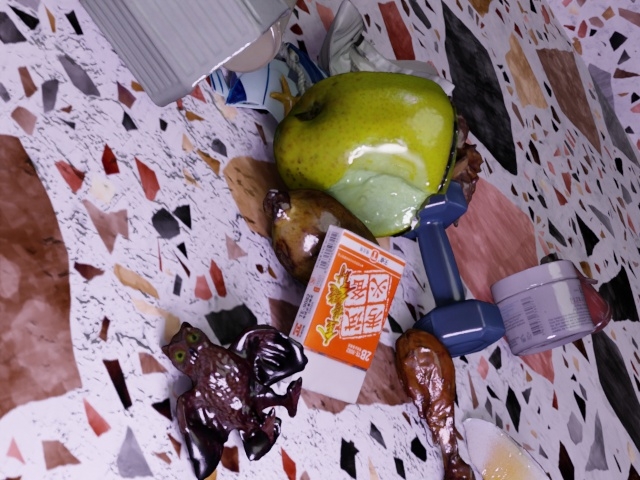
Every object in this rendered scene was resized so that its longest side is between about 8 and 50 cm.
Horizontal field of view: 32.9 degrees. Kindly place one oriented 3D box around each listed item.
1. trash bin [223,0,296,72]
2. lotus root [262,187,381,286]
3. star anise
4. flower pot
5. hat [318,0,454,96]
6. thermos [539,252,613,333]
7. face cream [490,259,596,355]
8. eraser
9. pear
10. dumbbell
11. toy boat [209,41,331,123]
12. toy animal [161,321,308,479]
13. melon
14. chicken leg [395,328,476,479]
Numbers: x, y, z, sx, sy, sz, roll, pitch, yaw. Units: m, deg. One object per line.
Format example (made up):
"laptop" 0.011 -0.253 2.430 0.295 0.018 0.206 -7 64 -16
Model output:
"trash bin" -0.140 -0.416 1.731 0.243 0.121 0.247 48 31 -19
"lotus root" 0.000 0.000 1.625 0.260 0.128 0.145 41 22 -43
"star anise" 0.257 -0.170 2.193 0.349 0.109 0.293 -5 66 -58
"flower pot" -0.187 -0.325 1.498 0.190 0.209 0.239 54 33 -16
"hat" 0.090 -0.321 2.042 0.257 0.168 0.301 37 12 -13
"thermos" 0.573 0.117 2.494 0.232 0.099 0.124 43 73 -30
"face cream" 0.447 0.139 2.180 0.177 0.177 0.153 3 66 -57
"eraser" 0.032 0.109 1.555 0.157 0.038 0.230 26 83 -47
"pear" 0.056 -0.134 1.698 0.292 0.292 0.159 39 29 -37
"dumbbell" 0.211 0.046 1.912 0.144 0.156 0.316 71 5 -70
"toy boat" -0.081 -0.238 1.779 0.291 0.067 0.221 -3 69 -47
"toy animal" -0.120 0.187 1.347 0.179 0.116 0.218 37 59 7
"melon" 0.318 0.400 1.886 0.202 0.093 0.139 45 -8 25
"chicken leg" 0.199 0.287 1.768 0.113 0.093 0.305 0 71 -70
